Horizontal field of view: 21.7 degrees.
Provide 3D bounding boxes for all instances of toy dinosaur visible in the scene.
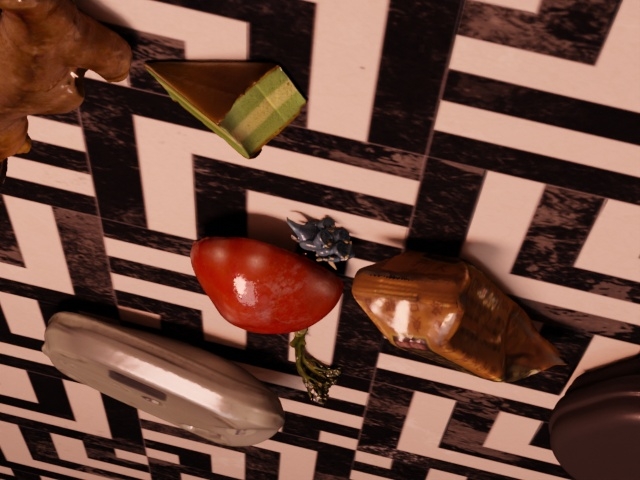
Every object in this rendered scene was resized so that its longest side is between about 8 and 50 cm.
[{"bbox_3d":[0.000,0.000,1.706,0.047,0.030,0.083,-9,148,40],"label":"toy dinosaur"}]

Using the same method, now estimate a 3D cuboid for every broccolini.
[{"bbox_3d":[-0.020,0.144,2.049,0.052,0.054,0.194,26,161,25],"label":"broccolini"}]

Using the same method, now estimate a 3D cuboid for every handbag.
[{"bbox_3d":[0.399,0.228,1.879,0.254,0.093,0.308,32,153,-16],"label":"handbag"}]

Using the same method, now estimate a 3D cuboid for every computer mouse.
[{"bbox_3d":[-0.199,0.172,2.156,0.331,0.095,0.197,24,156,-2],"label":"computer mouse"}]

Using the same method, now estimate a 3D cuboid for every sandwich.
[{"bbox_3d":[-0.084,-0.138,1.467,0.116,0.074,0.074,39,174,34],"label":"sandwich"}]

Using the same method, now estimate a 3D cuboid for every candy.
[{"bbox_3d":[0.155,0.092,1.749,0.143,0.101,0.271,6,163,34],"label":"candy"}]

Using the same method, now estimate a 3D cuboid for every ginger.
[{"bbox_3d":[-0.264,-0.153,1.457,0.166,0.080,0.333,9,155,-27],"label":"ginger"}]

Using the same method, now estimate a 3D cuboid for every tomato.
[{"bbox_3d":[-0.073,0.053,1.782,0.166,0.082,0.174,7,165,36],"label":"tomato"}]

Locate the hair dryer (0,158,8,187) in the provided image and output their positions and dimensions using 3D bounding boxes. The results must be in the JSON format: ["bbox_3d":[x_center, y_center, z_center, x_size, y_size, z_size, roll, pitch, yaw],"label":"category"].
[{"bbox_3d":[-0.423,-0.136,1.597,0.135,0.090,0.278,6,150,26],"label":"hair dryer"}]
